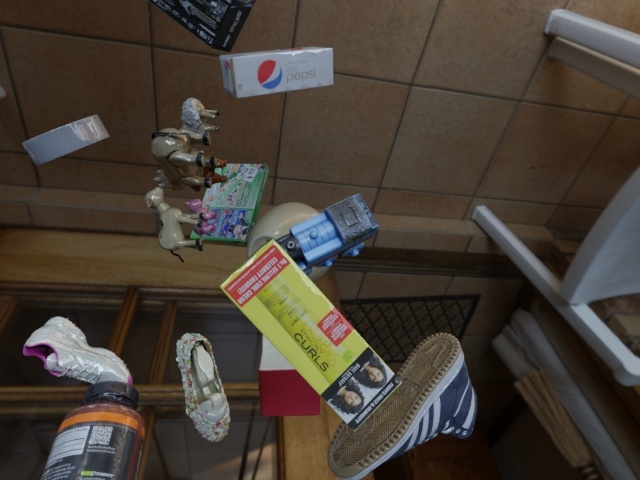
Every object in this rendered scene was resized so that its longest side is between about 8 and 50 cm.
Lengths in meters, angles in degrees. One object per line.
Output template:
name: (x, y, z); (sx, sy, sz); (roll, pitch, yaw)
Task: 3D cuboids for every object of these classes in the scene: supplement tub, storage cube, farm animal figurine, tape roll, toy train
supplement tub: (-0.277, 0.277, 0.521); (0.106, 0.197, 0.106); (-4, 130, -5)
storage cube: (-0.095, 0.424, 1.367); (0.215, 0.183, 0.193); (-1, 116, -2)
farm animal figurine: (-0.371, -0.162, 1.119); (0.172, 0.330, 0.326); (6, 137, -1)
tape roll: (-0.745, -0.296, 1.252); (0.219, 0.219, 0.072); (-20, 112, 8)
toy train: (0.000, 0.000, 0.671); (0.184, 0.080, 0.105); (-25, 163, -12)

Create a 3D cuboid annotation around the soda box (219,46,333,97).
soda box: (-0.082, -0.335, 0.839); (0.216, 0.069, 0.073); (-18, 123, -26)

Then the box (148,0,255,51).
box: (-0.236, -0.499, 0.857); (0.180, 0.077, 0.147); (37, 114, 4)

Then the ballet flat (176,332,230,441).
ballet flat: (-0.245, 0.312, 0.902); (0.091, 0.240, 0.077); (-18, 175, -44)

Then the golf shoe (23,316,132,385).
golf shoe: (-0.675, 0.346, 1.184); (0.306, 0.140, 0.115); (35, 112, 0)

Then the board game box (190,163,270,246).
board game box: (-0.320, -0.134, 1.526); (0.214, 0.317, 0.046); (4, 156, 18)

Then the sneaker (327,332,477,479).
sneaker: (0.148, 0.297, 0.685); (0.282, 0.099, 0.153); (-40, 120, -19)

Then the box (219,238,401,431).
box: (-0.012, 0.110, 0.512); (0.087, 0.058, 0.232); (-42, 96, -11)

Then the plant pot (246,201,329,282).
plant pot: (-0.119, 0.030, 1.326); (0.284, 0.191, 0.283); (4, 101, 21)
